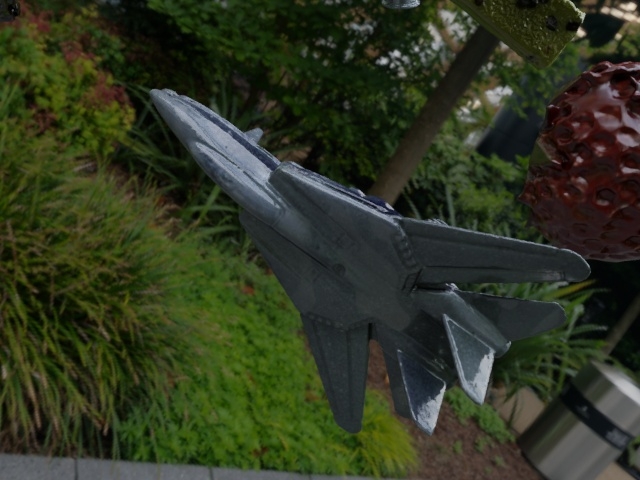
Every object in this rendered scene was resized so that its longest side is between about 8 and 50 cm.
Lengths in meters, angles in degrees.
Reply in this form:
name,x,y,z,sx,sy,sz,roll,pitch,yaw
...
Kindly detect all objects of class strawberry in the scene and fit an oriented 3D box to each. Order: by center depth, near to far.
name,x,y,z,sx,sy,sz,roll,pitch,yaw
strawberry,0.332,-0.064,0.615,0.244,0.205,0.205,16,2,24

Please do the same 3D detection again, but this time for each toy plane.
name,x,y,z,sx,sy,sz,roll,pitch,yaw
toy plane,0.005,-0.005,0.401,0.267,0.212,0.088,45,36,2

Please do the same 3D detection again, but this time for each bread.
name,x,y,z,sx,sy,sz,roll,pitch,yaw
bread,0.359,-0.492,1.267,0.361,0.138,0.077,31,18,-18

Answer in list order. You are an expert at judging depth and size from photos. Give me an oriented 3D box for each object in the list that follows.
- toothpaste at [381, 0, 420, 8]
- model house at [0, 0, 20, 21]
name,x,y,z,sx,sy,sz,roll,pitch,yaw
toothpaste,0.129,-0.520,0.994,0.114,0.299,0.073,7,38,14
model house,-0.535,-0.391,0.843,0.317,0.282,0.297,-8,52,-20
